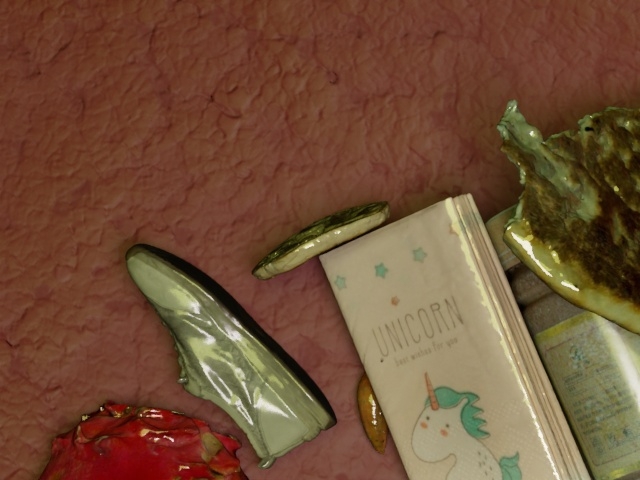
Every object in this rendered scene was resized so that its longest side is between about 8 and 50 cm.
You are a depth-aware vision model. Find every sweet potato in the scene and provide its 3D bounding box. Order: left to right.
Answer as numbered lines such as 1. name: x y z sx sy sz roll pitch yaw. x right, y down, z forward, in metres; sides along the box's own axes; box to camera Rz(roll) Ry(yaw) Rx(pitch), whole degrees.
1. sweet potato: 0.056 0.173 1.680 0.034 0.034 0.095 -9 81 2

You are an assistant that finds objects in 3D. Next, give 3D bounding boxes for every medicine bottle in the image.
1. medicine bottle: 0.292 0.100 1.618 0.151 0.151 0.322 -23 82 0

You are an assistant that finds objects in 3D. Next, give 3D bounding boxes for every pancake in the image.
1. pancake: 0.000 0.000 1.652 0.158 0.158 0.028 -27 95 -1
2. pancake: 0.334 -0.017 1.574 0.427 0.067 0.305 -14 71 -37

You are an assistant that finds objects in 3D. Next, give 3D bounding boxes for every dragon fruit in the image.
1. dragon fruit: -0.178 0.258 1.636 0.262 0.189 0.163 -2 113 -1

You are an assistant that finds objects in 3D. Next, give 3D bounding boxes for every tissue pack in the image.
1. tissue pack: 0.135 0.133 1.629 0.170 0.071 0.325 -26 82 32

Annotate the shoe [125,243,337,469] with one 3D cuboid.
1. shoe: -0.106 0.114 1.664 0.098 0.103 0.275 -44 83 0
